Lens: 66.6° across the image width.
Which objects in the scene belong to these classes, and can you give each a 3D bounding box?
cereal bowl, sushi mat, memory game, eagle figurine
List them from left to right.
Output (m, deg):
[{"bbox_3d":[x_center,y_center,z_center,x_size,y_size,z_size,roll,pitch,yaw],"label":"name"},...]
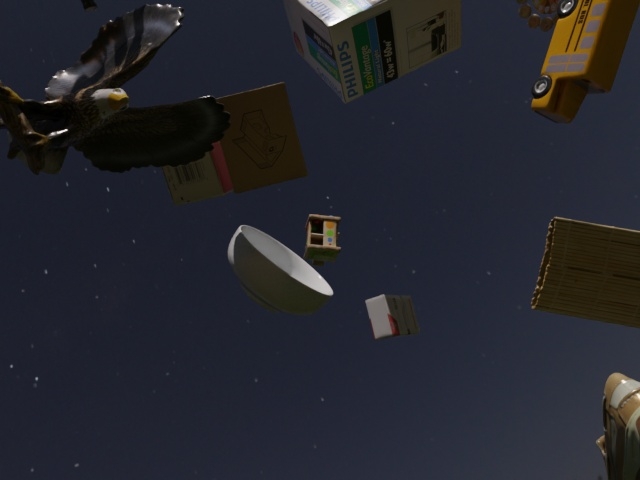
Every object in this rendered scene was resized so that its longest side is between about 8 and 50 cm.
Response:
[{"bbox_3d":[-0.312,-0.204,0.722,0.298,0.225,0.226,-35,-30,-40],"label":"eagle figurine"},{"bbox_3d":[-0.136,0.108,1.423,0.141,0.339,0.339,-52,-45,6],"label":"cereal bowl"},{"bbox_3d":[0.600,-0.652,1.294,0.012,0.186,0.186,-28,-45,-26],"label":"memory game"},{"bbox_3d":[0.496,0.063,0.750,0.316,0.019,0.151,10,-80,0],"label":"sushi mat"}]

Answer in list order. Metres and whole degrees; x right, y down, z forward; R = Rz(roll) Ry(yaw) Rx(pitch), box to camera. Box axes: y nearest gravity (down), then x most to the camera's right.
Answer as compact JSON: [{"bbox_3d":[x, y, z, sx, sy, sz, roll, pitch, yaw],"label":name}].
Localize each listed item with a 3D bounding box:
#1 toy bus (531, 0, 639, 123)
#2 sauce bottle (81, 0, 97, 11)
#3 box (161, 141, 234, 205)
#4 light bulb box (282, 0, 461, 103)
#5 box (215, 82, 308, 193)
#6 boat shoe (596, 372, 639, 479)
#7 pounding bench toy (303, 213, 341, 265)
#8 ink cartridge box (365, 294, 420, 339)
[{"bbox_3d":[0.578,-0.428,1.053,0.108,0.130,0.333,12,-83,-33],"label":"toy bus"},{"bbox_3d":[-0.468,-0.508,0.932,0.042,0.042,0.128,-26,-72,-15],"label":"sauce bottle"},{"bbox_3d":[-0.257,-0.184,1.203,0.148,0.232,0.127,-9,-75,23],"label":"box"},{"bbox_3d":[0.128,-0.611,1.314,0.361,0.358,0.225,-27,-40,-5],"label":"light bulb box"},{"bbox_3d":[-0.129,-0.215,1.031,0.164,0.021,0.201,-14,-73,0],"label":"box"},{"bbox_3d":[0.274,0.194,0.418,0.068,0.072,0.190,-16,-66,-8],"label":"boat shoe"},{"bbox_3d":[0.000,0.000,0.800,0.052,0.065,0.083,6,-25,-8],"label":"pounding bench toy"},{"bbox_3d":[0.176,0.186,1.179,0.056,0.099,0.135,-24,-21,33],"label":"ink cartridge box"}]
